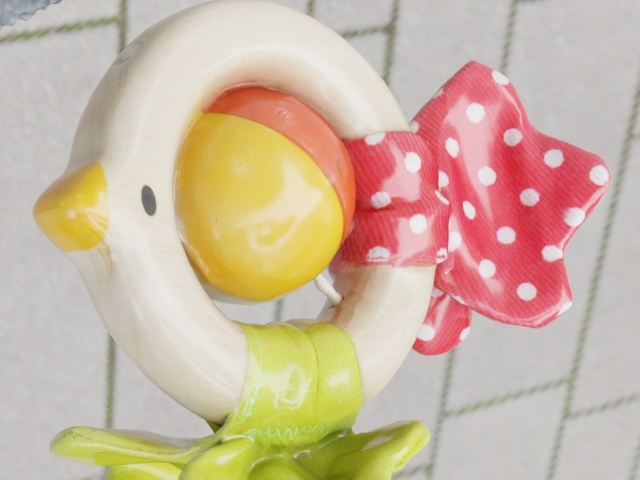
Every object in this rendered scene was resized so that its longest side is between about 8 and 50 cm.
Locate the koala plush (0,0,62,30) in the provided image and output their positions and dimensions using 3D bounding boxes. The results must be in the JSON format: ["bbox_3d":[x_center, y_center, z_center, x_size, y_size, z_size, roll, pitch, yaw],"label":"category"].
[{"bbox_3d":[-0.077,-0.198,0.534,0.203,0.221,0.196,-9,143,0],"label":"koala plush"}]

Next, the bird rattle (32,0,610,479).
[{"bbox_3d":[0.000,0.000,0.718,0.207,0.143,0.253,52,60,-24],"label":"bird rattle"}]
